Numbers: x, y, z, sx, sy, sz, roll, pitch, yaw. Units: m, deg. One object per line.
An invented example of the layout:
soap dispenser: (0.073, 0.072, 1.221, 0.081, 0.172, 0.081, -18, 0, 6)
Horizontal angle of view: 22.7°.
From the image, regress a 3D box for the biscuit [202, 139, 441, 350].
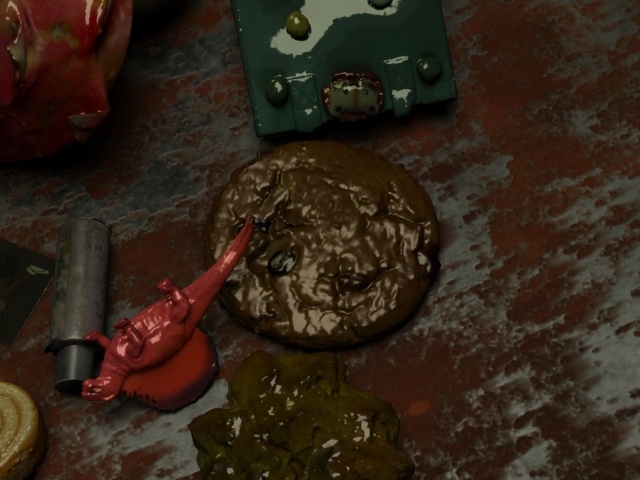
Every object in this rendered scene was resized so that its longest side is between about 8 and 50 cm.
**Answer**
biscuit: (-0.001, -0.001, 1.928, 0.295, 0.075, 0.296, -2, 63, 5)

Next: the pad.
pad: (-0.432, 0.046, 1.982, 0.190, 0.004, 0.127, 20, 65, 16)

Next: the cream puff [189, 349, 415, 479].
cream puff: (-0.025, 0.235, 1.754, 0.244, 0.196, 0.244, -21, 38, 17)

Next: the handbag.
handbag: (0.026, -0.279, 2.001, 0.268, 0.100, 0.274, -10, 89, -2)

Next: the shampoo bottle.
shampoo bottle: (-0.290, 0.079, 1.915, 0.072, 0.072, 0.214, -2, 61, 4)

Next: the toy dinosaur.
toy dinosaur: (-0.151, 0.109, 1.860, 0.286, 0.070, 0.139, -38, 102, -9)

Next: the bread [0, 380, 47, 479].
bread: (-0.386, 0.237, 1.839, 0.122, 0.073, 0.149, 32, 66, 26)

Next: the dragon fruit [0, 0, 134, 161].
dragon fruit: (-0.423, -0.279, 1.959, 0.371, 0.249, 0.386, -53, 57, 16)

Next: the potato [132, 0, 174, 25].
potato: (-0.272, -0.363, 2.109, 0.235, 0.160, 0.178, -25, 21, 7)
